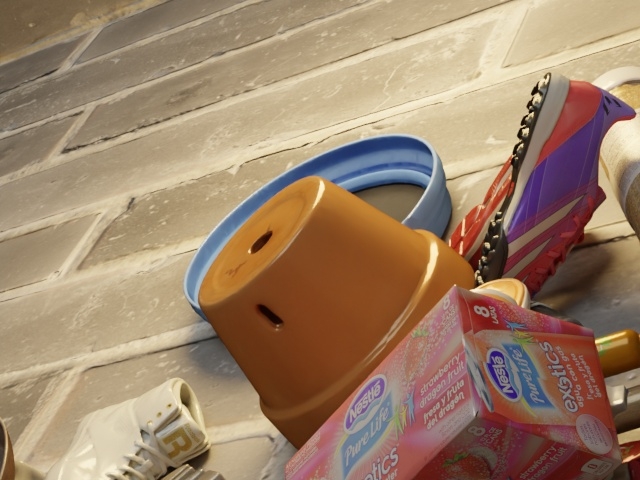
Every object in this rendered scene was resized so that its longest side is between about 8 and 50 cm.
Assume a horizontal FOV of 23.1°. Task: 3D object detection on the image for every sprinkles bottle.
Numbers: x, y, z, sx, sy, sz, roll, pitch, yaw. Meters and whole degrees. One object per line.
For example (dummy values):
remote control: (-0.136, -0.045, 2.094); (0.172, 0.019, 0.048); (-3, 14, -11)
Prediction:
sprinkles bottle: (0.385, -0.084, 1.784); (0.121, 0.121, 0.355); (-27, 25, 10)

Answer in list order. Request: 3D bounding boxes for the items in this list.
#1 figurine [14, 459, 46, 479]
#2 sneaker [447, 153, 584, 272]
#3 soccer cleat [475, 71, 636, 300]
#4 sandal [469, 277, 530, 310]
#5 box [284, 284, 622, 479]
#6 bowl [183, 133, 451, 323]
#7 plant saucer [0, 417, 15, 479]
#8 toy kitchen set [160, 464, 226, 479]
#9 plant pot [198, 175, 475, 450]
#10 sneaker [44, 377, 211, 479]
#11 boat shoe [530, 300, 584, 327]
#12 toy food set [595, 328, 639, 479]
figurine: (-0.410, 0.383, 1.852); (0.215, 0.092, 0.209); (-25, 32, 37)
sneaker: (0.237, 0.001, 1.857); (0.221, 0.128, 0.087); (-56, 12, 36)
soccer cleat: (0.251, -0.022, 1.735); (0.108, 0.116, 0.318); (-71, -2, -84)
sandal: (0.153, 0.080, 1.565); (0.102, 0.076, 0.265); (-16, 19, 16)
box: (0.103, 0.194, 1.363); (0.300, 0.154, 0.142); (-51, 31, 39)
bowl: (0.000, 0.000, 2.125); (0.391, 0.077, 0.391); (-25, 25, 13)
plant saucer: (-0.459, 0.342, 1.836); (0.311, 0.050, 0.310); (-35, 30, 24)
toy kitchen set: (-0.154, 0.339, 1.661); (0.166, 0.122, 0.207); (-39, 5, -16)
plant pot: (0.002, 0.064, 1.765); (0.291, 0.203, 0.291); (-40, 19, 17)
sneaker: (-0.221, 0.262, 1.848); (0.169, 0.108, 0.292); (-27, 23, 17)
boat shoe: (0.149, 0.168, 1.615); (0.301, 0.108, 0.102); (-33, 22, -20)
toy food set: (0.284, 0.167, 1.432); (0.105, 0.111, 0.232); (-21, 13, 18)
